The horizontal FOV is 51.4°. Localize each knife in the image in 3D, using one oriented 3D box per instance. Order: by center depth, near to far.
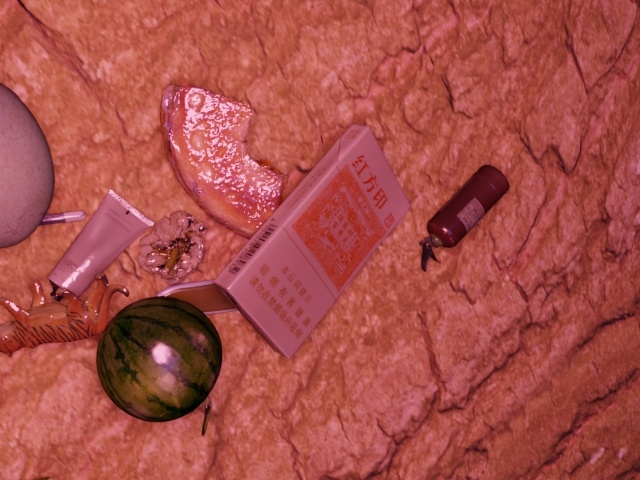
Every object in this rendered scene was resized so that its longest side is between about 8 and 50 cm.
[{"bbox_3d":[-0.132,0.090,1.144,0.343,0.027,0.061,-6,102,-22],"label":"knife"}]

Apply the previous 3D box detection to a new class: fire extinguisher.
[{"bbox_3d":[0.269,-0.037,1.283,0.231,0.071,0.099,-46,138,-12],"label":"fire extinguisher"}]

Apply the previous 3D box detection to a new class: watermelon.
[{"bbox_3d":[-0.235,0.187,1.023,0.215,0.188,0.188,42,79,-22],"label":"watermelon"}]

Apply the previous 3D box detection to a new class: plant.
[{"bbox_3d":[-0.232,0.013,1.047,0.105,0.122,0.116,23,93,-12],"label":"plant"}]

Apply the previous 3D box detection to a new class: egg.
[{"bbox_3d":[-0.457,-0.105,0.908,0.169,0.169,0.236,-18,106,-20],"label":"egg"}]

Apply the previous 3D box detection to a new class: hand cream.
[{"bbox_3d":[-0.351,0.016,1.032,0.087,0.054,0.186,39,73,-8],"label":"hand cream"}]

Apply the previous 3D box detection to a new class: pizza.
[{"bbox_3d":[-0.153,-0.124,1.081,0.161,0.085,0.305,-30,110,-1],"label":"pizza"}]

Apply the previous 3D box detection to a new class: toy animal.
[{"bbox_3d":[-0.389,0.109,0.977,0.242,0.056,0.099,-9,115,7],"label":"toy animal"}]

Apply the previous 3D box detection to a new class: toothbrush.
[{"bbox_3d":[-0.497,-0.016,0.981,0.288,0.024,0.026,-11,86,-21],"label":"toothbrush"}]

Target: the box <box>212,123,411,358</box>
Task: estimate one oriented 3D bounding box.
[{"bbox_3d":[0.001,0.000,1.123,0.365,0.051,0.204,-51,132,-19],"label":"box"}]

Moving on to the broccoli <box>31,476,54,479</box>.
[{"bbox_3d":[-0.396,0.498,0.972,0.288,0.236,0.259,-2,99,-59],"label":"broccoli"}]
